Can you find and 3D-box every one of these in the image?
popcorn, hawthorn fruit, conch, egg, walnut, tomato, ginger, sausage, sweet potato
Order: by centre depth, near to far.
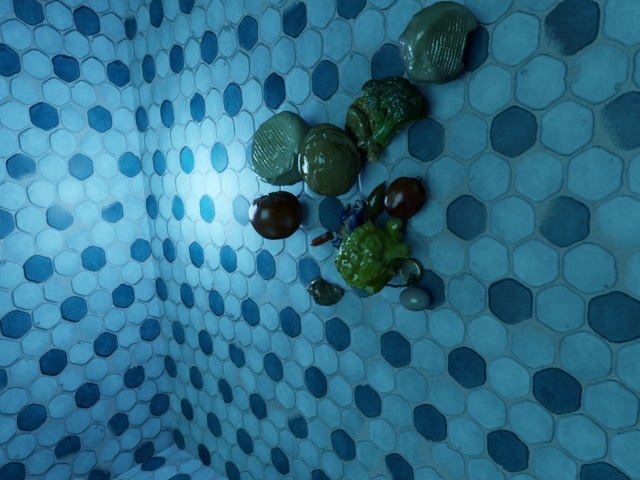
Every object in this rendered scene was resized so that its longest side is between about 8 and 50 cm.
[{"bbox_3d":[0.338,-0.183,1.780,0.169,0.169,0.188,41,124,27],"label":"hawthorn fruit"},{"bbox_3d":[0.394,0.245,1.858,0.135,0.103,0.103,-1,99,45],"label":"egg"},{"bbox_3d":[0.208,0.060,1.867,0.274,0.279,0.335,-119,31,-50],"label":"popcorn"},{"bbox_3d":[0.177,-0.451,1.869,0.089,0.075,0.288,-28,80,8],"label":"ginger"},{"bbox_3d":[0.036,-0.342,1.908,0.252,0.277,0.313,11,146,24],"label":"walnut"},{"bbox_3d":[0.229,-0.136,1.940,0.075,0.075,0.269,28,120,33],"label":"sweet potato"},{"bbox_3d":[0.000,0.000,2.185,0.050,0.048,0.145,42,135,-22],"label":"sausage"},{"bbox_3d":[0.021,0.258,2.205,0.207,0.130,0.155,2,136,18],"label":"conch"},{"bbox_3d":[-0.218,-0.121,2.205,0.265,0.265,0.265,10,106,39],"label":"tomato"}]

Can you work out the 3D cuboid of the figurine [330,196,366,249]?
[{"bbox_3d":[0.143,-0.068,2.007,0.262,0.120,0.164,-60,22,24],"label":"figurine"}]

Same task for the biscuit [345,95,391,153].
[{"bbox_3d":[0.210,-0.496,1.901,0.254,0.035,0.254,11,107,38],"label":"biscuit"}]

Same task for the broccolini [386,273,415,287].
[{"bbox_3d":[0.332,0.188,1.894,0.194,0.054,0.052,-21,105,44],"label":"broccolini"}]

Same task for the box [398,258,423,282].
[{"bbox_3d":[0.385,0.129,1.886,0.105,0.037,0.105,9,105,38],"label":"box"}]

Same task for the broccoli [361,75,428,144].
[{"bbox_3d":[0.264,-0.504,1.720,0.269,0.254,0.269,20,118,44],"label":"broccoli"}]

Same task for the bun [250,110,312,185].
[{"bbox_3d":[-0.163,-0.424,2.129,0.359,0.211,0.360,0,90,35],"label":"bun"}]

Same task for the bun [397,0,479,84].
[{"bbox_3d":[0.397,-0.696,1.577,0.205,0.281,0.281,-138,52,-57],"label":"bun"}]

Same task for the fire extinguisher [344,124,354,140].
[{"bbox_3d":[0.123,-0.470,1.944,0.083,0.022,0.028,65,162,8],"label":"fire extinguisher"}]
